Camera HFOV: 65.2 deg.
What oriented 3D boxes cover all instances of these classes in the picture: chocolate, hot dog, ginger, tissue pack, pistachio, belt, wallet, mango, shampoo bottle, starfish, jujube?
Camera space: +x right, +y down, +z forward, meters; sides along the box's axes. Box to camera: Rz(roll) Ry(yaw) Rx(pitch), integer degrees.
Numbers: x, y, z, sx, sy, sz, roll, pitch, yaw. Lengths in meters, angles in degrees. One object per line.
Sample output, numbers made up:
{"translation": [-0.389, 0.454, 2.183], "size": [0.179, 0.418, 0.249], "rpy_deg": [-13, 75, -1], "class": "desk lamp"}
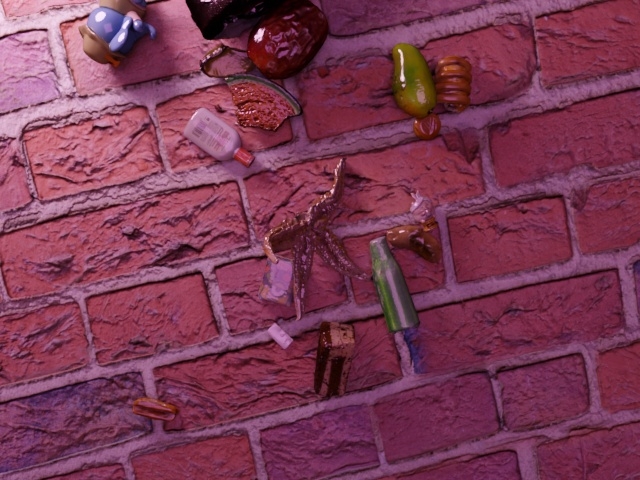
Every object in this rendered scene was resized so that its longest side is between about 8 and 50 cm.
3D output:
{"translation": [0.217, 0.132, 1.544], "size": [0.110, 0.110, 0.291], "rpy_deg": [-17, 92, 0], "class": "chocolate"}
{"translation": [-0.519, 0.534, 1.584], "size": [0.144, 0.038, 0.062], "rpy_deg": [13, 91, -5], "class": "hot dog"}
{"translation": [0.294, 0.005, 1.545], "size": [0.190, 0.069, 0.095], "rpy_deg": [29, 106, -5], "class": "ginger"}
{"translation": [-0.126, 0.122, 1.549], "size": [0.108, 0.060, 0.148], "rpy_deg": [15, 95, -5], "class": "tissue pack"}
{"translation": [-0.277, -0.539, 1.497], "size": [0.173, 0.049, 0.089], "rpy_deg": [-11, 116, -7], "class": "pistachio"}
{"translation": [-0.236, -0.698, 1.411], "size": [0.289, 0.184, 0.164], "rpy_deg": [-28, 86, 9], "class": "belt"}
{"translation": [-0.129, 0.303, 1.588], "size": [0.083, 0.011, 0.044], "rpy_deg": [44, 92, -4], "class": "wallet"}
{"translation": [0.268, -0.471, 1.484], "size": [0.125, 0.111, 0.233], "rpy_deg": [-23, 85, 14], "class": "mango"}
{"translation": [-0.299, -0.299, 1.515], "size": [0.221, 0.051, 0.108], "rpy_deg": [35, 92, -4], "class": "shampoo bottle"}
{"translation": [-0.009, 0.002, 1.488], "size": [0.398, 0.132, 0.384], "rpy_deg": [-31, 101, -37], "class": "starfish"}
{"translation": [-0.096, -0.575, 1.432], "size": [0.243, 0.183, 0.183], "rpy_deg": [-42, 95, -1], "class": "jujube"}

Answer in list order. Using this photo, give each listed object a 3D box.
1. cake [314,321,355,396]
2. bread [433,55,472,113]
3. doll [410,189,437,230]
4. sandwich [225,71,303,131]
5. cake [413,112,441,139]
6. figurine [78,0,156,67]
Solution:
{"translation": [0.041, 0.383, 1.539], "size": [0.112, 0.135, 0.246], "rpy_deg": [7, 95, -3], "class": "cake"}
{"translation": [0.396, -0.469, 1.506], "size": [0.119, 0.084, 0.177], "rpy_deg": [5, 91, -3], "class": "bread"}
{"translation": [0.316, -0.092, 1.532], "size": [0.073, 0.084, 0.127], "rpy_deg": [-27, 103, -2], "class": "doll"}
{"translation": [-0.166, -0.412, 1.502], "size": [0.235, 0.079, 0.159], "rpy_deg": [8, 105, 1], "class": "sandwich"}
{"translation": [0.325, -0.350, 1.532], "size": [0.084, 0.044, 0.084], "rpy_deg": [0, 94, -4], "class": "cake"}
{"translation": [-0.577, -0.623, 1.433], "size": [0.180, 0.154, 0.262], "rpy_deg": [43, 96, 7], "class": "figurine"}
